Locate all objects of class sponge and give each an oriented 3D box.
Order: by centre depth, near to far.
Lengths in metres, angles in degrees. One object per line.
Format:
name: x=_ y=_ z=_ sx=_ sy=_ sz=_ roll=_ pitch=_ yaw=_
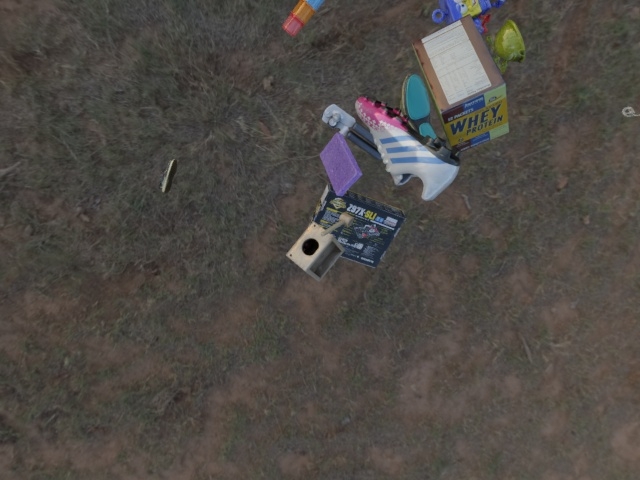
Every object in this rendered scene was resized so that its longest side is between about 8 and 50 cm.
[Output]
sponge: x=0.067 y=-0.268 z=1.546 sx=0.031 sy=0.210 sz=0.117 roll=9 pitch=136 yaw=-38

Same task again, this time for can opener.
can opener: x=0.130 y=-0.404 z=1.624 sx=0.280 sy=0.093 sz=0.074 roll=34 pitch=116 yaw=-8

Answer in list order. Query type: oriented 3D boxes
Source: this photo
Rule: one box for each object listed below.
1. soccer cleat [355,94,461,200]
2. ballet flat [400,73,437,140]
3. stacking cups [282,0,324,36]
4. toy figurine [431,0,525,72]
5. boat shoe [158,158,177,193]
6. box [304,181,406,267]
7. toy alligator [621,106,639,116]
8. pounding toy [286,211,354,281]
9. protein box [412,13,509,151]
soccer cleat: x=0.176 y=-0.221 z=1.044 sx=0.116 sy=0.331 sz=0.143 roll=-3 pitch=131 yaw=-45
ballet flat: x=0.364 y=-0.445 z=1.671 sx=0.123 sy=0.123 sz=0.349 roll=-19 pitch=94 yaw=-8
stacking cups: x=-0.029 y=-0.928 z=1.675 sx=0.096 sy=0.096 sz=0.316 roll=39 pitch=107 yaw=-20
toy figurine: x=0.437 y=-0.661 z=1.321 sx=0.217 sy=0.191 sz=0.363 roll=-19 pitch=91 yaw=-6
boat shoe: x=-0.625 y=-0.266 z=1.788 sx=0.049 sy=0.056 sz=0.152 roll=27 pitch=109 yaw=5
box: x=0.128 y=-0.052 z=1.711 sx=0.321 sy=0.079 sz=0.257 roll=18 pitch=119 yaw=-13
toy alligator: x=0.764 y=-0.270 z=0.979 sx=0.056 sy=0.189 sz=0.051 roll=-51 pitch=140 yaw=6
pounding toy: x=0.001 y=-0.008 z=1.267 sx=0.206 sy=0.094 sz=0.181 roll=-51 pitch=154 yaw=-4
protein box: x=0.323 y=-0.346 z=1.005 sx=0.135 sy=0.200 sz=0.201 roll=-21 pitch=66 yaw=18
